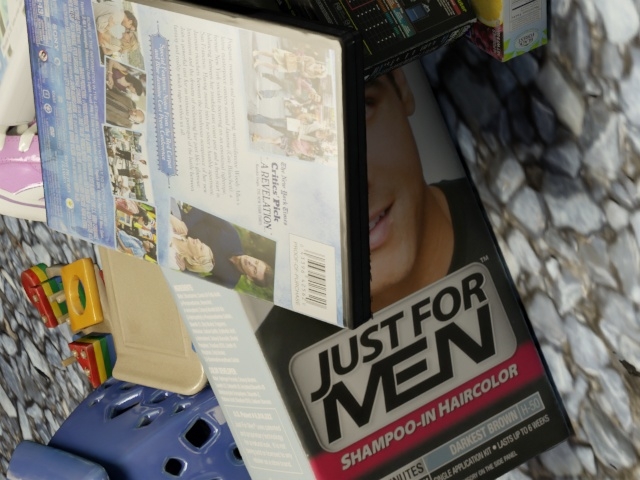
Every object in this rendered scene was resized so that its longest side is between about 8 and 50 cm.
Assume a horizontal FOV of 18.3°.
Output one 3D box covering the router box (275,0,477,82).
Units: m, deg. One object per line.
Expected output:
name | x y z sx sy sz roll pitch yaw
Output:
router box | 0.019 -0.154 1.137 0.122 0.092 0.038 61 155 7

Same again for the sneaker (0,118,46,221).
sneaker | -0.166 -0.084 1.497 0.282 0.102 0.161 17 141 -4

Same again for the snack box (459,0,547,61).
snack box | 0.075 -0.178 1.163 0.141 0.037 0.100 39 145 42

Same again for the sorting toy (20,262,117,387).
sorting toy | -0.243 0.093 2.040 0.274 0.046 0.132 -1 113 63

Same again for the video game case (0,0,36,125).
video game case | -0.206 -0.285 1.300 0.329 0.036 0.300 -56 48 55

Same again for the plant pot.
plant pot | -0.141 0.248 1.793 0.236 0.212 0.236 4 118 62

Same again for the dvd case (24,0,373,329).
dvd case | -0.076 -0.061 1.177 0.253 0.022 0.180 17 121 35

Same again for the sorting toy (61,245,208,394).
sorting toy | -0.145 0.031 1.768 0.347 0.047 0.196 4 101 60

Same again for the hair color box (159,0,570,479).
hair color box | 0.000 0.000 1.305 0.113 0.185 0.374 -7 108 65
